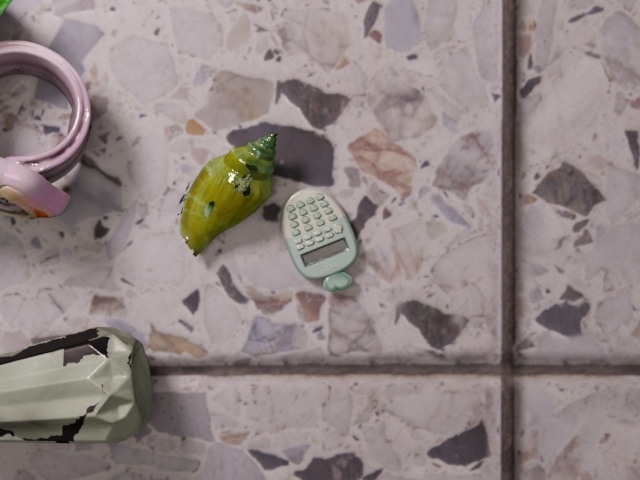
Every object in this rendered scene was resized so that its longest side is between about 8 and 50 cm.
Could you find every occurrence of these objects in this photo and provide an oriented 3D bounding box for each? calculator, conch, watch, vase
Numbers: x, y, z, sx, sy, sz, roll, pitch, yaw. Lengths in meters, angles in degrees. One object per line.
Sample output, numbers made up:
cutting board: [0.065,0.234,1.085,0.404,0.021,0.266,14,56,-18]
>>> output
calculator: [0.000,0.000,1.690,0.095,0.021,0.153,-22,93,2]
conch: [-0.123,-0.073,1.666,0.201,0.079,0.095,-36,74,11]
watch: [-0.436,-0.153,1.622,0.248,0.211,0.217,16,76,-8]
vase: [-0.418,0.213,1.651,0.360,0.165,0.165,-8,94,5]

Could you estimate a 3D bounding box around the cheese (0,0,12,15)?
cheese: [-0.559,-0.279,1.608,0.321,0.204,0.083,-8,123,15]
